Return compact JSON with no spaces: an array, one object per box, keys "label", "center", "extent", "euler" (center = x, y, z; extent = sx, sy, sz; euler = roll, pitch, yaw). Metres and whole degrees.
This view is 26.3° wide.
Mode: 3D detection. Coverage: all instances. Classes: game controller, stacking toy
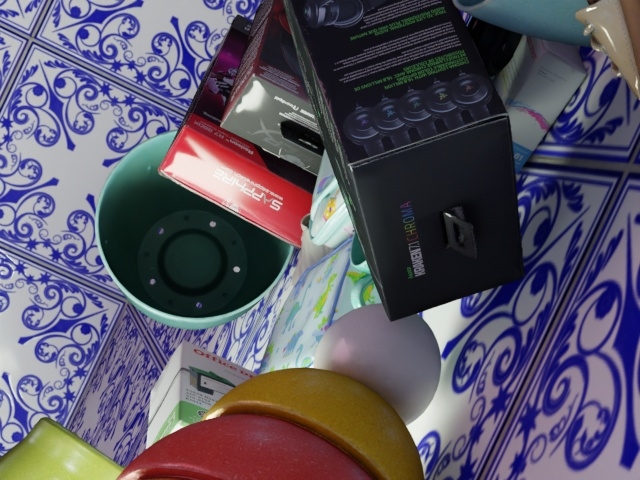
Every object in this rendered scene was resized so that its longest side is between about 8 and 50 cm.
[{"label":"game controller","center":[0.190,-0.276,1.396],"extent":[0.319,0.067,0.166],"euler":[-64,9,-25]},{"label":"stacking toy","center":[-0.026,0.230,1.158],"extent":[0.480,0.350,0.350],"euler":[-52,2,-43]}]

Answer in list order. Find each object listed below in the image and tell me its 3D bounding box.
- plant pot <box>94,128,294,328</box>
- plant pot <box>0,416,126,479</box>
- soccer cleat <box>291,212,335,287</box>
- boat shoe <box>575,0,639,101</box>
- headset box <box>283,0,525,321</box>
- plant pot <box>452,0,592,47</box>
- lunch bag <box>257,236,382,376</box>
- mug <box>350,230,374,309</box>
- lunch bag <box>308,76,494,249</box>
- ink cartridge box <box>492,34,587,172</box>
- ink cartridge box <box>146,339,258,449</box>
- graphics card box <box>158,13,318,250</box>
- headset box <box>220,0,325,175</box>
[{"label":"plant pot","center":[-0.194,0.005,2.095],"extent":[0.235,0.293,0.293],"euler":[115,176,-72]},{"label":"plant pot","center":[-0.417,0.466,2.033],"extent":[0.353,0.366,0.366],"euler":[-56,11,-13]},{"label":"soccer cleat","center":[0.000,0.000,1.776],"extent":[0.196,0.076,0.068],"euler":[-49,20,49]},{"label":"boat shoe","center":[0.225,-0.156,0.869],"extent":[0.123,0.116,0.324],"euler":[-62,-27,-49]},{"label":"headset box","center":[0.068,-0.104,1.170],"extent":[0.246,0.131,0.283],"euler":[73,179,-55]},{"label":"plant pot","center":[0.254,-0.258,1.021],"extent":[0.290,0.195,0.290],"euler":[-58,15,25]},{"label":"lunch bag","center":[0.014,0.096,1.523],"extent":[0.219,0.090,0.176],"euler":[-37,32,63]},{"label":"mug","center":[0.096,-0.002,1.372],"extent":[0.158,0.097,0.129],"euler":[-59,15,26]},{"label":"lunch bag","center":[0.089,-0.110,1.567],"extent":[0.279,0.108,0.224],"euler":[-49,21,49]},{"label":"ink cartridge box","center":[0.199,-0.141,1.327],"extent":[0.122,0.052,0.088],"euler":[-59,14,27]},{"label":"ink cartridge box","center":[-0.118,0.227,1.634],"extent":[0.092,0.160,0.219],"euler":[-59,15,16]},{"label":"graphics card box","center":[-0.072,-0.162,1.953],"extent":[0.094,0.233,0.371],"euler":[-57,10,31]},{"label":"headset box","center":[0.003,-0.210,1.842],"extent":[0.110,0.218,0.293],"euler":[-52,17,42]}]
